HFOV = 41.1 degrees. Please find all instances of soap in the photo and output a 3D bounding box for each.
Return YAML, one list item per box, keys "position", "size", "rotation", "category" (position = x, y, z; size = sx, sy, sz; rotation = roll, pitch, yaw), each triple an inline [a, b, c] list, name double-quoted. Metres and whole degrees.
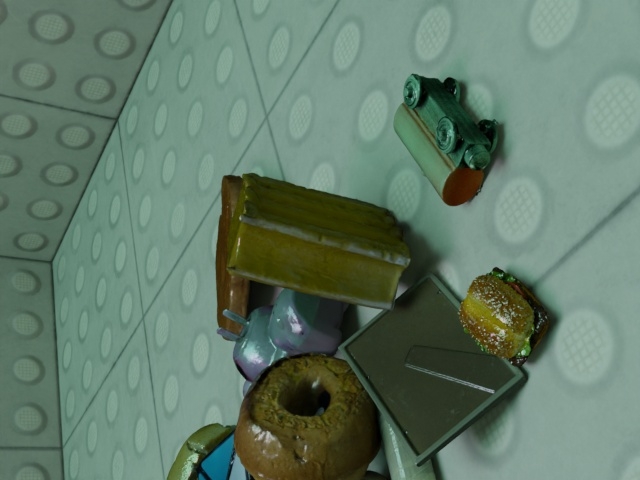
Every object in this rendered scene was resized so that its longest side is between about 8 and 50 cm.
- position: [-0.015, -0.007, 1.673]
  size: [0.293, 0.335, 0.156]
  rotation: [-115, 39, -70]
  category: "soap"

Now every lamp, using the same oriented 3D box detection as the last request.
- position: [-0.094, 0.207, 1.899]
  size: [0.301, 0.247, 0.247]
  rotation: [-48, 23, 44]
  category: "lamp"

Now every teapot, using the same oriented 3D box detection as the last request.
- position: [0.155, 0.389, 1.607]
  size: [0.107, 0.077, 0.200]
  rotation: [108, 154, -55]
  category: "teapot"

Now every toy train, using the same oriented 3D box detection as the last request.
- position: [0.226, -0.194, 1.613]
  size: [0.285, 0.116, 0.177]
  rotation: [-118, 34, -44]
  category: "toy train"

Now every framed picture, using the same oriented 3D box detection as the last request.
- position: [0.187, 0.217, 1.526]
  size: [0.240, 0.020, 0.324]
  rotation: [-40, 40, 1]
  category: "framed picture"

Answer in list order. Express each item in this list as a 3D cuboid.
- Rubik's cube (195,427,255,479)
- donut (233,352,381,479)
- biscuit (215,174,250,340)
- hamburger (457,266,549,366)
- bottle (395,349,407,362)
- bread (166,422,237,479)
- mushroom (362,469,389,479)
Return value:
- position: [-0.096, 0.545, 1.812]
  size: [0.246, 0.250, 0.248]
  rotation: [-48, 41, 43]
  category: "Rubik's cube"
- position: [-0.025, 0.355, 1.667]
  size: [0.317, 0.299, 0.150]
  rotation: [-128, 35, -56]
  category: "donut"
- position: [-0.226, 0.057, 2.233]
  size: [0.350, 0.078, 0.455]
  rotation: [-100, 17, -52]
  category: "biscuit"
- position: [0.296, 0.129, 1.418]
  size: [0.166, 0.087, 0.137]
  rotation: [50, 125, 51]
  category: "hamburger"
- position: [0.186, 0.250, 1.578]
  size: [0.270, 0.083, 0.083]
  rotation: [44, 119, 51]
  category: "bottle"
- position: [-0.279, 0.586, 2.171]
  size: [0.124, 0.186, 0.257]
  rotation: [17, 89, 63]
  category: "bread"
- position: [0.089, 0.515, 1.642]
  size: [0.148, 0.112, 0.148]
  rotation: [-20, 64, 47]
  category: "mushroom"
